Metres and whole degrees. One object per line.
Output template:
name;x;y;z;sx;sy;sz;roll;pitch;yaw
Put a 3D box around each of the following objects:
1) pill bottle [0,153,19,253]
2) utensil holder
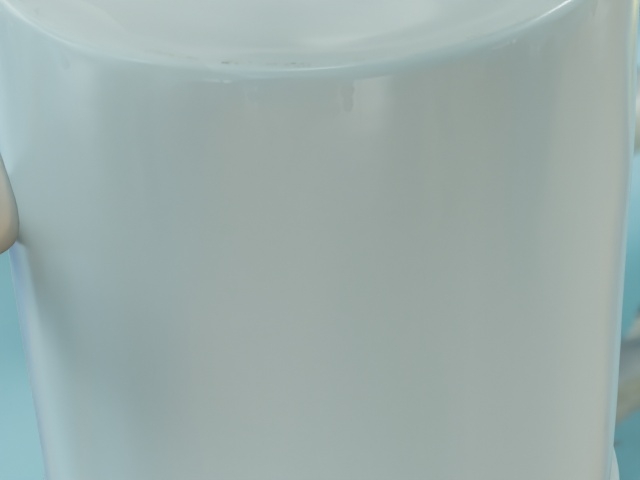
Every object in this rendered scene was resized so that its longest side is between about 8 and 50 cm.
pill bottle;-0.209;-0.015;0.488;0.222;0.124;0.124;-21;3;-12
utensil holder;0.000;0.000;0.874;0.328;0.385;0.327;-1;38;1
